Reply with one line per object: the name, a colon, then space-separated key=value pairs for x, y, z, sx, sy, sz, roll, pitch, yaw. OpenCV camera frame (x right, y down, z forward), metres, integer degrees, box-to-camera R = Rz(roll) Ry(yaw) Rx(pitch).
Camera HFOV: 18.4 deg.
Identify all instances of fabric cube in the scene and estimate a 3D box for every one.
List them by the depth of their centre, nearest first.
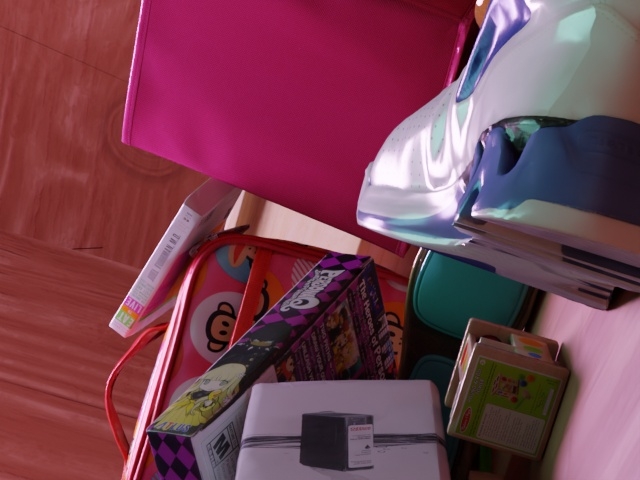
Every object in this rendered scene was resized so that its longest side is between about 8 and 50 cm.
fabric cube: x=0.018 y=-0.192 z=1.615 sx=0.259 sy=0.258 sz=0.254 roll=-58 pitch=-14 yaw=-46

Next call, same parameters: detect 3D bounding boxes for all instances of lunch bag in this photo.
lunch bag: x=-0.050 y=0.143 z=1.640 sx=0.120 sy=0.258 sz=0.293 roll=133 pitch=152 yaw=-86

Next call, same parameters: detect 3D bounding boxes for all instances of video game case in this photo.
video game case: x=-0.011 y=0.157 z=1.237 sx=0.210 sy=0.042 sz=0.232 roll=-44 pitch=-50 yaw=-44

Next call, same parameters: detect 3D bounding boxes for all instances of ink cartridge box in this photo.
ink cartridge box: x=0.012 y=0.203 z=1.029 sx=0.273 sy=0.114 sz=0.197 roll=-81 pitch=-9 yaw=-78

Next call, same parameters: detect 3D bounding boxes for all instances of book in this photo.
book: x=-0.118 y=0.009 z=1.655 sx=0.144 sy=0.035 sz=0.096 roll=-56 pitch=-5 yaw=31

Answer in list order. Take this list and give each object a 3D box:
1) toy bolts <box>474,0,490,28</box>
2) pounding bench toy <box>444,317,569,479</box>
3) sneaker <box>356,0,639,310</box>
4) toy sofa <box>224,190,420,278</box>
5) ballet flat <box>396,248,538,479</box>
toy bolts: x=0.169 y=-0.207 z=0.996 sx=0.218 sy=0.158 sz=0.228 roll=-33 pitch=-25 yaw=-18
pounding bench toy: x=0.095 y=0.093 z=1.069 sx=0.065 sy=0.052 sz=0.083 roll=-84 pitch=10 yaw=-78
sneaker: x=0.121 y=-0.071 z=0.927 sx=0.315 sy=0.127 sz=0.182 roll=170 pitch=120 yaw=-80
toy sofa: x=0.000 y=0.000 z=1.861 sx=0.177 sy=0.150 sz=0.362 roll=-24 pitch=-36 yaw=-39
ballet flat: x=0.089 y=0.056 z=1.243 sx=0.073 sy=0.080 sz=0.232 roll=-41 pitch=-27 yaw=-62
